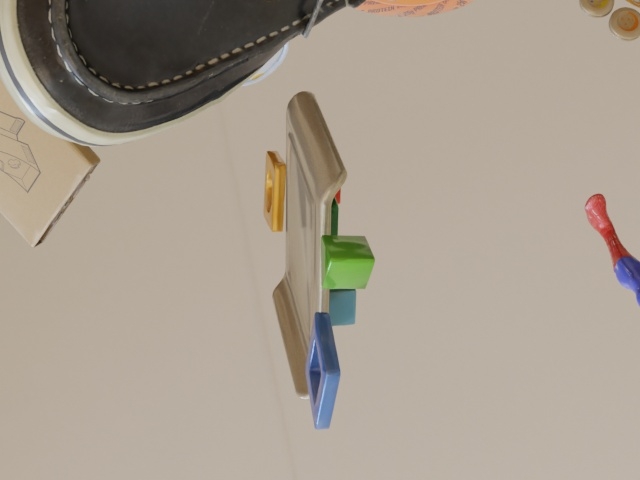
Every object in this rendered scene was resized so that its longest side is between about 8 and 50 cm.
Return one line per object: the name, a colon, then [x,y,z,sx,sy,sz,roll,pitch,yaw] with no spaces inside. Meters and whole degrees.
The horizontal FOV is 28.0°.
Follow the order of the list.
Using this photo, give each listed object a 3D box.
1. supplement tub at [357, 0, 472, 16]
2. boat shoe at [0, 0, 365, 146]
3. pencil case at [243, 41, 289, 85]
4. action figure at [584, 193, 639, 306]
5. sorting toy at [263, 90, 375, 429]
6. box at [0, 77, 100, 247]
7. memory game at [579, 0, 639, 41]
supplement tub: [0.081,-0.381,1.186,0.194,0.193,0.315,-5,-108,27]
boat shoe: [-0.009,-0.241,0.869,0.500,0.186,0.156,-40,-162,-28]
pencil case: [-0.113,-0.294,1.453,0.124,0.113,0.273,-14,-133,-2]
action figure: [0.294,0.047,1.032,0.092,0.139,0.280,-17,-127,1]
sorting toy: [0.000,0.000,1.025,0.047,0.195,0.347,0,-152,-11]
box: [-0.345,-0.109,1.405,0.164,0.201,0.021,-46,176,41]
memory game: [0.348,-0.287,1.345,0.186,0.012,0.186,1,-108,-4]
